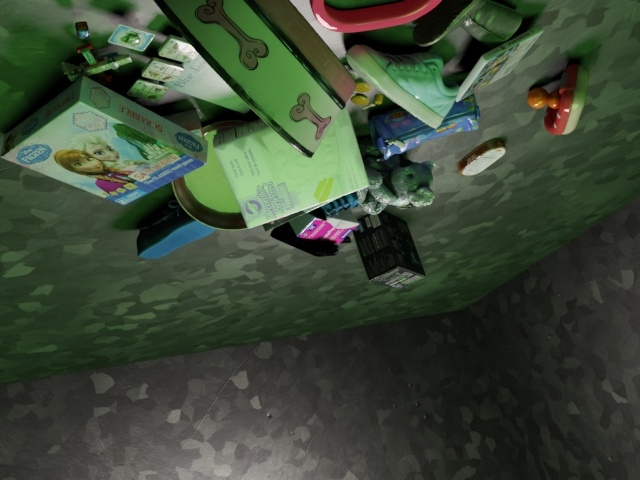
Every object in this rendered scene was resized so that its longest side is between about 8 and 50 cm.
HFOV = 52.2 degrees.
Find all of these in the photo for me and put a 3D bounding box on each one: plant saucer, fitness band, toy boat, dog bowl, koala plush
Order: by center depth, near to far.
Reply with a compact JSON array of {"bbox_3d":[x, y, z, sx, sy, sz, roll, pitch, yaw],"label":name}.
[{"bbox_3d":[-0.102,-0.338,1.103,0.150,0.408,0.408,-42,154,8],"label":"dog bowl"},{"bbox_3d":[0.119,-0.504,1.295,0.291,0.054,0.209,-11,161,-10],"label":"fitness band"},{"bbox_3d":[-0.226,-0.170,1.687,0.311,0.050,0.310,-5,121,-8],"label":"plant saucer"},{"bbox_3d":[0.670,-0.402,1.870,0.151,0.151,0.231,11,163,15],"label":"toy boat"},{"bbox_3d":[0.220,-0.171,1.870,0.221,0.196,0.203,-2,134,10],"label":"koala plush"}]

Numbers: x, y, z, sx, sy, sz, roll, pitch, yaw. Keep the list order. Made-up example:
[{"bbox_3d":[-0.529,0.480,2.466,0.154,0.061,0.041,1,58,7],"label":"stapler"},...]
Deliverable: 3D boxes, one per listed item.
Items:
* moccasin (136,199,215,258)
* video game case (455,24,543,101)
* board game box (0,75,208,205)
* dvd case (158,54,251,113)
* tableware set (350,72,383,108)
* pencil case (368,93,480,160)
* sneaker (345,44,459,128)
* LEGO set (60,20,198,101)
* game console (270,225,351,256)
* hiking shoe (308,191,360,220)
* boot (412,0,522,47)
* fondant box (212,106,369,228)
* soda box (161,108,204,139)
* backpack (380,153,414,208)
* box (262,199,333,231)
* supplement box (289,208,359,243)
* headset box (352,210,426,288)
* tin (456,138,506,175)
[{"bbox_3d":[-0.427,-0.054,1.923,0.342,0.116,0.138,-22,158,23],"label":"moccasin"},{"bbox_3d":[0.437,-0.436,1.621,0.183,0.023,0.201,-30,171,-16],"label":"video game case"},{"bbox_3d":[-0.472,-0.201,1.439,0.319,0.065,0.318,-20,150,37],"label":"board game box"},{"bbox_3d":[-0.202,-0.365,1.439,0.180,0.022,0.253,-31,154,34],"label":"dvd case"},{"bbox_3d":[0.090,-0.369,1.596,0.154,0.024,0.104,19,164,-38],"label":"tableware set"},{"bbox_3d":[0.282,-0.316,1.769,0.306,0.133,0.119,-18,118,1],"label":"pencil case"},{"bbox_3d":[0.205,-0.402,1.552,0.366,0.135,0.150,19,111,-49],"label":"sneaker"},{"bbox_3d":[-0.384,-0.364,1.279,0.244,0.060,0.182,2,150,-47],"label":"LEGO set"},{"bbox_3d":[0.000,0.000,2.314,0.213,0.044,0.361,23,-167,29],"label":"game console"},{"bbox_3d":[0.036,-0.114,2.010,0.304,0.132,0.113,5,157,-13],"label":"hiking shoe"},{"bbox_3d":[0.335,-0.485,1.486,0.190,0.076,0.208,-29,163,34],"label":"boot"},{"bbox_3d":[-0.069,-0.197,1.618,0.330,0.096,0.238,-19,121,2],"label":"fondant box"},{"bbox_3d":[-0.370,-0.251,1.540,0.183,0.063,0.058,-14,156,-6],"label":"soda box"},{"bbox_3d":[0.232,-0.189,2.040,0.115,0.152,0.182,-17,153,11],"label":"backpack"},{"bbox_3d":[-0.067,-0.153,1.810,0.247,0.163,0.142,-24,-171,19],"label":"box"},{"bbox_3d":[0.006,-0.075,2.165,0.220,0.114,0.111,7,135,-49],"label":"supplement box"},{"bbox_3d":[0.264,0.038,2.478,0.131,0.246,0.283,-27,157,25],"label":"headset box"},{"bbox_3d":[0.541,-0.274,2.193,0.106,0.040,0.190,-5,157,-37],"label":"tin"}]
